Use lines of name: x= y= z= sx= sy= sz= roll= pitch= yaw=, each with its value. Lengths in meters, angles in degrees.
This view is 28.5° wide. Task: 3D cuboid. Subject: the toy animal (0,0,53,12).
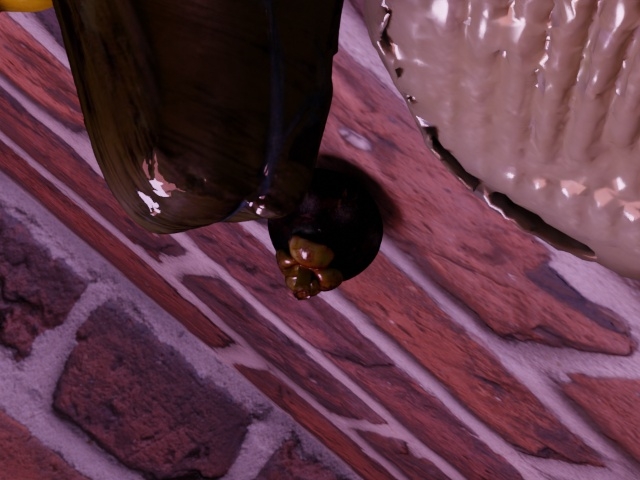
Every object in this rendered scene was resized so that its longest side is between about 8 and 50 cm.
toy animal: x=-0.420 y=-0.278 z=1.213 sx=0.277 sy=0.345 sz=0.247 roll=41 pitch=176 yaw=47

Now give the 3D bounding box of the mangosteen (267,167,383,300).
mangosteen: x=0.000 y=0.000 z=1.375 sx=0.137 sy=0.151 sz=0.137 roll=17 pitch=152 yaw=9

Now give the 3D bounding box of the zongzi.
zongzi: x=-0.137 y=-0.183 z=0.684 sx=0.360 sy=0.323 sz=0.160 roll=15 pitch=169 yaw=-37

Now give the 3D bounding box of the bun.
bun: x=0.204 y=-0.119 z=0.568 sx=0.359 sy=0.211 sz=0.360 roll=23 pitch=157 yaw=10
